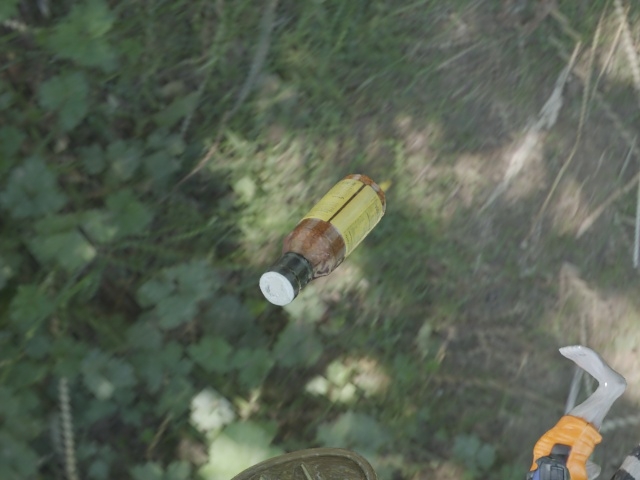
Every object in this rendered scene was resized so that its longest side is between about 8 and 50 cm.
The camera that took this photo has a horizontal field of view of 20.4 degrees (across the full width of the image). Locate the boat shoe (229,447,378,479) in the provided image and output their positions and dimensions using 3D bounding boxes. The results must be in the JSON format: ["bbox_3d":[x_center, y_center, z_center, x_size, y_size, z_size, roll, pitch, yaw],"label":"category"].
[{"bbox_3d":[-0.074,0.300,1.676,0.307,0.104,0.111,-31,62,2],"label":"boat shoe"}]

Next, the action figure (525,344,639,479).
[{"bbox_3d":[0.217,0.262,1.551,0.178,0.330,0.341,21,147,-2],"label":"action figure"}]

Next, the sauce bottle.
[{"bbox_3d":[0.000,0.000,1.194,0.042,0.128,0.042,17,127,25],"label":"sauce bottle"}]
